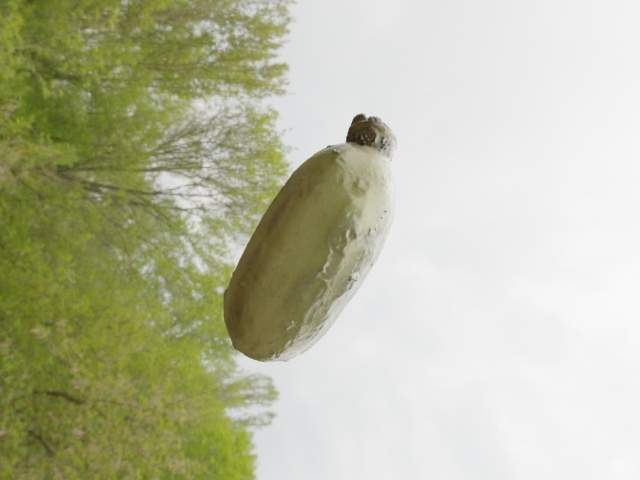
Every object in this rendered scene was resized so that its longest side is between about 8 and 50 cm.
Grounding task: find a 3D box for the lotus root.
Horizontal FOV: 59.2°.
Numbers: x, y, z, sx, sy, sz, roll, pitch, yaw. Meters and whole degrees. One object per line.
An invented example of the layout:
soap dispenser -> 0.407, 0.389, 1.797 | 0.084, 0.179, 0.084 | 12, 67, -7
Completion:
lotus root -> 0.001, 0.001, 0.381 | 0.077, 0.090, 0.183 | 32, -90, 10
